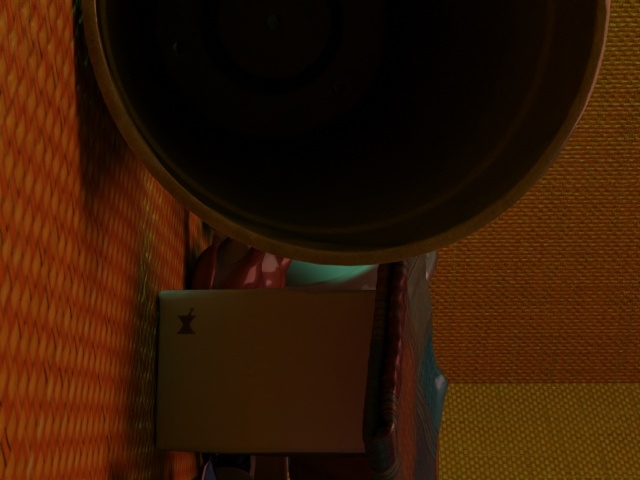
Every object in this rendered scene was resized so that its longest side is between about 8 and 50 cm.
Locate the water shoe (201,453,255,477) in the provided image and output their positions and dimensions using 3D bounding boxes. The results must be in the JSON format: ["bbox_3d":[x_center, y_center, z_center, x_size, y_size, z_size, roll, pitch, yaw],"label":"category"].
[{"bbox_3d":[-0.134,0.249,1.575,0.080,0.073,0.203,-45,134,-60],"label":"water shoe"}]

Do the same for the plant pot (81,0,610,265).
[{"bbox_3d":[-0.009,-0.186,1.003,0.353,0.366,0.366,-147,-124,-77],"label":"plant pot"}]

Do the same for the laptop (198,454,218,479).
[{"bbox_3d":[-0.016,0.438,1.016,0.236,0.408,0.382,-30,-139,52],"label":"laptop"}]

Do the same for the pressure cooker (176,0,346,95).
[{"bbox_3d":[0.032,-0.230,1.403,0.375,0.370,0.420,-47,-154,36],"label":"pressure cooker"}]

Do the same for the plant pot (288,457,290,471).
[{"bbox_3d":[-0.011,0.150,2.019,0.341,0.341,0.334,90,-8,-51],"label":"plant pot"}]

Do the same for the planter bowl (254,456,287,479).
[{"bbox_3d":[-0.104,0.315,1.814,0.162,0.109,0.162,179,-90,-89],"label":"planter bowl"}]

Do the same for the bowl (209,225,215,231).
[{"bbox_3d":[-0.133,-0.068,1.728,0.142,0.053,0.142,86,3,-88],"label":"bowl"}]

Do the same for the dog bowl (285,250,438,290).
[{"bbox_3d":[0.000,0.000,1.871,0.348,0.349,0.102,-90,167,-46],"label":"dog bowl"}]

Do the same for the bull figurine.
[{"bbox_3d":[-0.091,0.032,1.587,0.310,0.101,0.188,1,112,-85],"label":"bull figurine"}]

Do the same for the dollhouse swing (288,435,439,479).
[{"bbox_3d":[0.014,0.428,1.676,0.305,0.315,0.346,-29,124,-51],"label":"dollhouse swing"}]

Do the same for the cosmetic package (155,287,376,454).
[{"bbox_3d":[-0.010,0.161,1.389,0.453,0.230,0.161,44,46,-75],"label":"cosmetic package"}]

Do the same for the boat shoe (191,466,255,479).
[{"bbox_3d":[-0.112,0.350,1.248,0.267,0.096,0.088,-88,-177,-52],"label":"boat shoe"}]

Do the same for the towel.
[{"bbox_3d":[0.087,0.157,1.182,0.370,0.040,0.271,76,17,-53],"label":"towel"}]
